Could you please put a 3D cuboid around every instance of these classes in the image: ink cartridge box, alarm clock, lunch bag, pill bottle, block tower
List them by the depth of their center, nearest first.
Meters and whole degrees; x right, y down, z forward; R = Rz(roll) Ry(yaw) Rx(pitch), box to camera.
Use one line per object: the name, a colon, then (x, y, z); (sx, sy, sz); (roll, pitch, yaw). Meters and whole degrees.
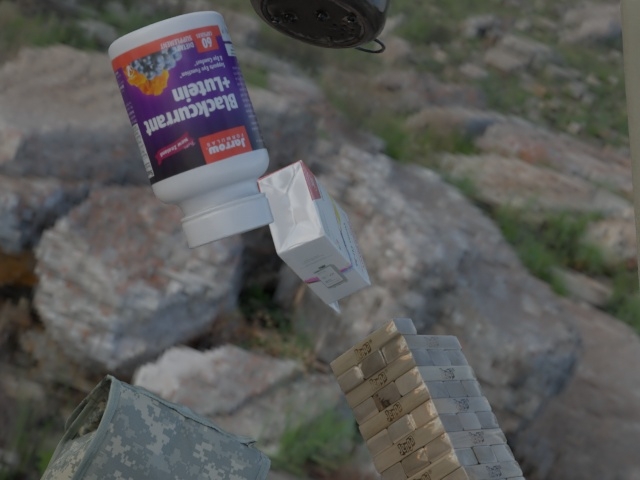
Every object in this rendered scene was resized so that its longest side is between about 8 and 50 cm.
pill bottle: (-0.108, -0.095, 1.347); (0.108, 0.108, 0.193); (-20, 91, -58)
block tower: (0.128, 0.235, 1.373); (0.097, 0.091, 0.335); (5, 54, -51)
alarm clock: (0.009, -0.216, 1.406); (0.129, 0.064, 0.192); (3, -19, 31)
lunch bag: (-0.222, 0.327, 1.852); (0.235, 0.287, 0.169); (30, -4, -19)
ink cartridge box: (0.000, 0.000, 1.896); (0.198, 0.067, 0.115); (48, 21, -57)

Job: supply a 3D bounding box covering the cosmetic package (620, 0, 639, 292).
cosmetic package: (0.217, -0.008, 0.647); (0.153, 0.296, 0.129); (5, 40, 20)
